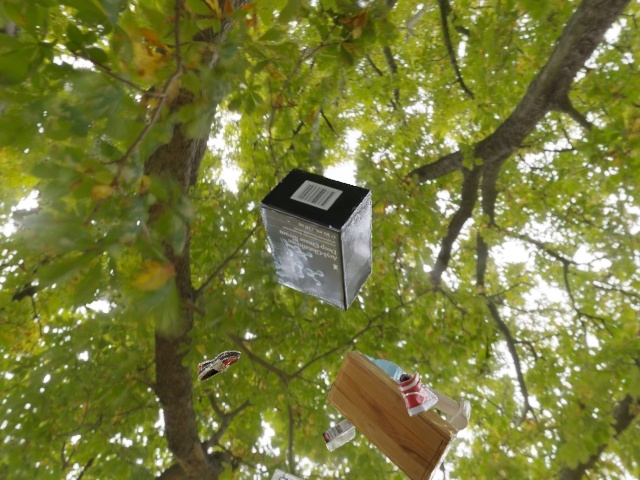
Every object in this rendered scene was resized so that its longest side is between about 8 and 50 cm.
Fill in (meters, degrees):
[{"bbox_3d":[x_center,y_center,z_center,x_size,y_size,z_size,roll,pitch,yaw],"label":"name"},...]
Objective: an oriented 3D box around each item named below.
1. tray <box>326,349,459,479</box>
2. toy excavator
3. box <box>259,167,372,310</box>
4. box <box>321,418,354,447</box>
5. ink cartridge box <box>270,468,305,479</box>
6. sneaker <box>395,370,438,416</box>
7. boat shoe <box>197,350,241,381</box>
[{"bbox_3d":[0.214,0.563,1.407,0.076,0.411,0.203,-1,-62,-51],"label":"tray"},{"bbox_3d":[0.323,0.638,1.798,0.433,0.222,0.445,49,-49,-7],"label":"toy excavator"},{"bbox_3d":[0.000,0.000,1.466,0.212,0.293,0.395,-52,-30,-34],"label":"box"},{"bbox_3d":[0.069,0.701,1.566,0.114,0.036,0.207,-27,-32,-13],"label":"box"},{"bbox_3d":[-0.076,0.950,1.620,0.172,0.237,0.100,36,-119,-13],"label":"ink cartridge box"},{"bbox_3d":[0.168,0.259,0.757,0.042,0.067,0.118,-28,-19,18],"label":"sneaker"},{"bbox_3d":[-0.268,0.332,1.151,0.137,0.043,0.049,-26,-47,15],"label":"boat shoe"}]
